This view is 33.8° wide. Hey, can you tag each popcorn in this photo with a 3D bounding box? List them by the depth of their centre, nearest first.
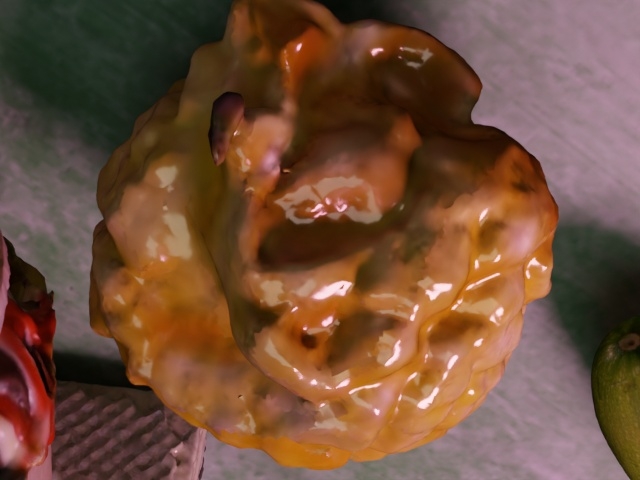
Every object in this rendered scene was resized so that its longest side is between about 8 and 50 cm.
[{"bbox_3d":[0.000,0.000,0.404,0.180,0.170,0.180,-1,80,6],"label":"popcorn"}]

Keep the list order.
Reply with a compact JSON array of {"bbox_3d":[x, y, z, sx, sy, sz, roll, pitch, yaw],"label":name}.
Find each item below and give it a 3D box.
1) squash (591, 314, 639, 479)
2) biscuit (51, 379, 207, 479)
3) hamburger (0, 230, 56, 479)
[{"bbox_3d":[0.215,0.131,0.510,0.082,0.082,0.292,-30,118,24],"label":"squash"},{"bbox_3d":[-0.147,0.185,0.488,0.150,0.252,0.052,8,153,5],"label":"biscuit"},{"bbox_3d":[-0.245,0.078,0.402,0.302,0.302,0.170,-4,126,9],"label":"hamburger"}]
